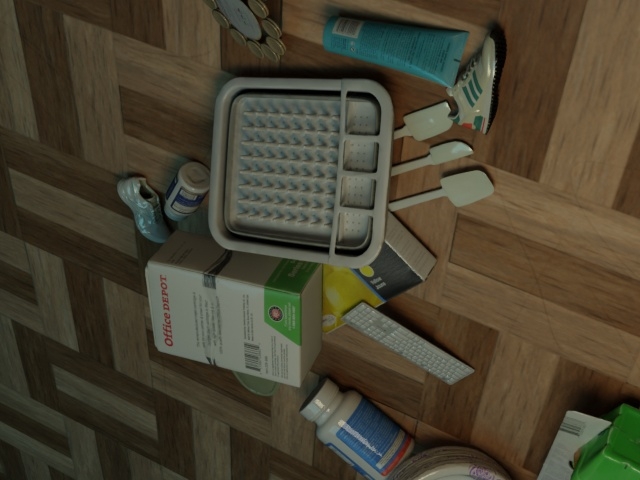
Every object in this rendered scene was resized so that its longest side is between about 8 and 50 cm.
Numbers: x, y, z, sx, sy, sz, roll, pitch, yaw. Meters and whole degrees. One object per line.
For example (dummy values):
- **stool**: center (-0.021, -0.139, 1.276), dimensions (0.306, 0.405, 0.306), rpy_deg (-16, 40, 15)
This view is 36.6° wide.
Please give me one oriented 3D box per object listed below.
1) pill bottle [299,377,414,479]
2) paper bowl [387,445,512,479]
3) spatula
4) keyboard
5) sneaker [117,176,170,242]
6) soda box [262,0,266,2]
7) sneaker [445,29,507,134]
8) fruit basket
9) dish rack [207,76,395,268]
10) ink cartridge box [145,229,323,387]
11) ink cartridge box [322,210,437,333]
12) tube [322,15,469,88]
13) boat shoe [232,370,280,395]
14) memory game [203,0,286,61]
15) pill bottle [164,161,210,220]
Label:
- **pill bottle**: center (0.070, 0.379, 1.947), dimensions (0.221, 0.124, 0.124), rpy_deg (41, 139, -2)
- **paper bowl**: center (0.250, 0.536, 1.879), dimensions (0.284, 0.148, 0.284), rpy_deg (-1, 102, -5)
- **spatula**: center (0.143, -0.113, 1.530), dimensions (0.242, 0.019, 0.168), rpy_deg (-16, 117, 43)
- **keyboard**: center (0.158, 0.187, 1.743), dimensions (0.256, 0.014, 0.072), rpy_deg (32, 143, -17)
- **sneaker**: center (-0.337, -0.059, 1.898), dimensions (0.061, 0.054, 0.152), rpy_deg (-13, 118, 39)
- **soda box**: center (-0.054, -0.413, 1.372), dimensions (0.063, 0.058, 0.183), rpy_deg (44, 139, -6)
- **sneaker**: center (0.212, -0.222, 1.353), dimensions (0.075, 0.057, 0.161), rpy_deg (16, 137, 16)
- **fruit basket**: center (0.547, 0.424, 1.655), dimensions (0.327, 0.165, 0.353), rpy_deg (23, 152, 18)
- **dish rack**: center (-0.025, -0.113, 1.539), dimensions (0.332, 0.072, 0.286), rpy_deg (7, 97, 31)
- **ink cartridge box**: center (-0.149, 0.117, 1.725), dimensions (0.289, 0.121, 0.211), rpy_deg (12, 126, 16)
- **ink cartridge box**: center (0.000, 0.000, 1.695), dimensions (0.307, 0.072, 0.303), rpy_deg (43, 142, -10)
- **tube**: center (0.104, -0.277, 1.382), dimensions (0.207, 0.052, 0.080), rpy_deg (17, 99, 24)
- **boat shoe**: center (-0.131, 0.146, 1.890), dimensions (0.127, 0.113, 0.340), rpy_deg (-4, 121, 25)
- **memory game**: center (-0.121, -0.343, 1.463), dimensions (0.186, 0.012, 0.186), rpy_deg (39, 165, 13)
- **pill bottle**: center (-0.249, -0.088, 1.797), dimensions (0.067, 0.067, 0.120), rpy_deg (39, 139, -1)
